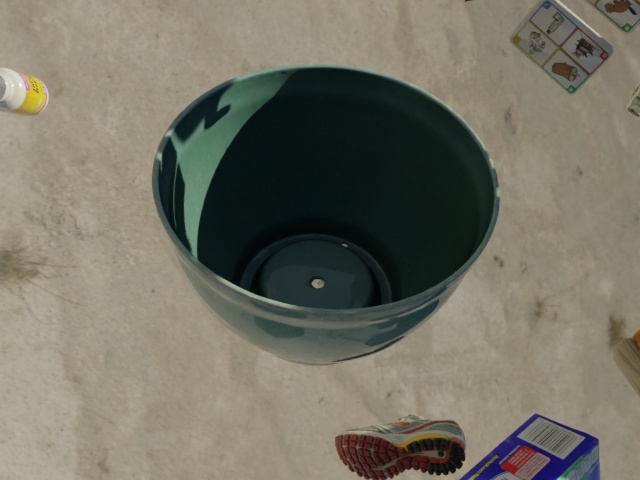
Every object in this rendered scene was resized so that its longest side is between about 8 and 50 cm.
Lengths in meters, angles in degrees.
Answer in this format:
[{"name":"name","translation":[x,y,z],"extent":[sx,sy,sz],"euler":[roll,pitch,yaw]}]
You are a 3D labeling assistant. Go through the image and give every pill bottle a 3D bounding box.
[{"name":"pill bottle","translation":[-0.313,-0.151,0.680],"extent":[0.083,0.043,0.043],"euler":[-82,166,-84]}]

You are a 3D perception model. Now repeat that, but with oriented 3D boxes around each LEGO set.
[{"name":"LEGO set","translation":[0.185,-0.271,0.559],"extent":[0.244,0.182,0.060],"euler":[43,38,7]}]

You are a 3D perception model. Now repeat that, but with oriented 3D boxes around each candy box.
[{"name":"candy box","translation":[0.306,0.473,1.015],"extent":[0.268,0.122,0.317],"euler":[-27,118,-32]}]

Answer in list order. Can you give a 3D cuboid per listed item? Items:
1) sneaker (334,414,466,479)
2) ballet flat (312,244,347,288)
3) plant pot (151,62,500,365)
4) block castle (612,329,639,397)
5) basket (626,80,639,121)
[{"name":"sneaker","translation":[0.133,0.344,1.126],"extent":[0.093,0.225,0.088],"euler":[-46,128,-66]},{"name":"ballet flat","translation":[-0.001,0.022,0.976],"extent":[0.147,0.409,0.147],"euler":[0,94,-2]},{"name":"plant pot","translation":[0.000,0.000,0.642],"extent":[0.293,0.293,0.196],"euler":[-49,158,-34]},{"name":"block castle","translation":[0.674,0.117,0.924],"extent":[0.303,0.213,0.453],"euler":[10,126,-30]},{"name":"basket","translation":[0.477,-0.170,0.824],"extent":[0.103,0.167,0.113],"euler":[-32,154,-49]}]
